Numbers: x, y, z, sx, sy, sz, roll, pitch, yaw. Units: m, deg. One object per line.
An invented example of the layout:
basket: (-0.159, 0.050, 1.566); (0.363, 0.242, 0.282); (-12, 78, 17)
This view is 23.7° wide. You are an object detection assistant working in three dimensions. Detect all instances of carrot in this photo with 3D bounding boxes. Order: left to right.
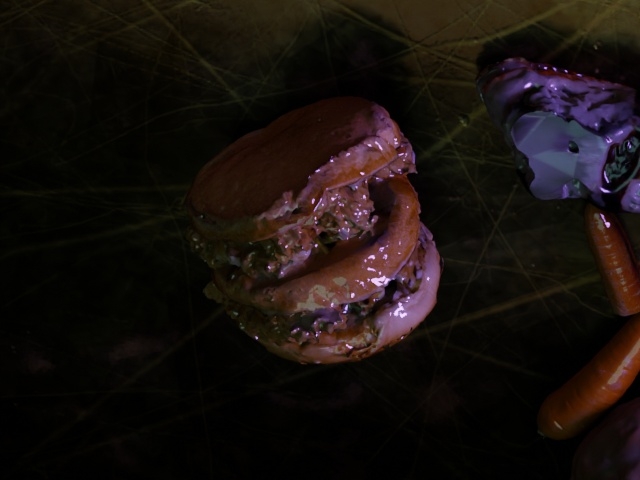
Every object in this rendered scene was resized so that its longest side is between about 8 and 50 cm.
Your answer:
carrot: (0.314, 0.012, 1.633); (0.048, 0.048, 0.139); (-17, 116, 17)
carrot: (0.328, 0.138, 1.695); (0.062, 0.066, 0.271); (51, 126, 21)

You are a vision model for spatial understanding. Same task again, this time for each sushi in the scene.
sushi: (0.308, -0.086, 1.518); (0.332, 0.130, 0.124); (14, 123, -1)

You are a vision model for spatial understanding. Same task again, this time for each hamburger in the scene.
hamburger: (-0.010, -0.004, 1.534); (0.245, 0.260, 0.211); (-19, 122, 10)

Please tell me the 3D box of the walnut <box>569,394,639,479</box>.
walnut: (0.401, 0.299, 1.695); (0.273, 0.227, 0.273); (3, 121, 6)
